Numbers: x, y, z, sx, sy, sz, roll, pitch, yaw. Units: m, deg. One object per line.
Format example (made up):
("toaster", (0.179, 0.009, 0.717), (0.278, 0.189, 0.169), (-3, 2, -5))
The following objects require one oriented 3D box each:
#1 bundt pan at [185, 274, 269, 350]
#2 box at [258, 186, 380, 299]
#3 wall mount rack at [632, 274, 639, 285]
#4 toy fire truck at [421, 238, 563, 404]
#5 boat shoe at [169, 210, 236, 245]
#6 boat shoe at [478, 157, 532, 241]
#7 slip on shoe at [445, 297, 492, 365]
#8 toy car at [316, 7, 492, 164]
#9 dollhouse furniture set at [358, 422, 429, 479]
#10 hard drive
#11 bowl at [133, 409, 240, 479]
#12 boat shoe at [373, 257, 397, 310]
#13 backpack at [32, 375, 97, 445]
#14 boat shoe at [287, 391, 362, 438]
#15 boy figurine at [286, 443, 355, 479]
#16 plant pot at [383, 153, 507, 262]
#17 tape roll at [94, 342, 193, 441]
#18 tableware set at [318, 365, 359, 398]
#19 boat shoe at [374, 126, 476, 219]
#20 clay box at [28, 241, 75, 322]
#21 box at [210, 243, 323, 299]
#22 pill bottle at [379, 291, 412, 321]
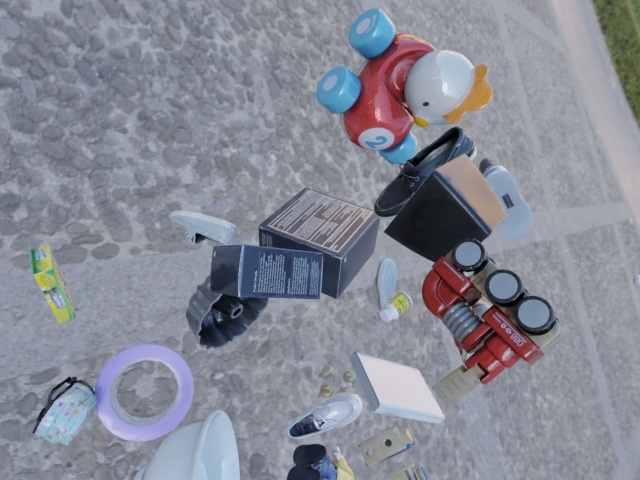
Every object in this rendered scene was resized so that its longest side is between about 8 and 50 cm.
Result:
("bundt pan", (-0.326, 0.213, 1.603), (0.124, 0.330, 0.331), (37, 33, 27))
("box", (0.000, 0.000, 1.511), (0.296, 0.294, 0.182), (-45, 148, -45))
("wall mount rack", (0.712, 0.141, 0.880), (0.304, 0.130, 0.350), (-10, 87, -49))
("toy fire truck", (0.255, 0.158, 0.805), (0.217, 0.246, 0.158), (50, 10, 36))
("boat shoe", (-0.350, -0.030, 1.326), (0.079, 0.228, 0.081), (47, 58, -62))
("boat shoe", (0.554, -0.124, 1.412), (0.306, 0.113, 0.105), (45, 23, -34))
("slip on shoe", (0.327, 0.187, 0.986), (0.331, 0.123, 0.101), (48, 10, -48))
("toy car", (0.160, -0.231, 0.750), (0.219, 0.238, 0.210), (29, 93, -41))
("dollhouse furniture set", (0.218, 0.635, 1.303), (0.129, 0.129, 0.183), (32, 29, -57))
("hard drive", (0.245, 0.469, 1.469), (0.308, 0.040, 0.203), (24, 25, -35))
("bowl", (-0.222, 0.433, 0.745), (0.298, 0.134, 0.297), (-5, 90, -89))
("boat shoe", (0.277, 0.205, 2.067), (0.109, 0.094, 0.302), (-29, 128, -34))
("backpack", (-0.666, 0.454, 1.213), (0.115, 0.182, 0.152), (23, 82, -10))
("boat shoe", (0.005, 0.377, 0.982), (0.063, 0.184, 0.066), (-10, 76, -62))
("boy figurine", (0.026, 0.576, 1.072), (0.177, 0.092, 0.285), (-74, 147, -44))
("plant pot", (0.287, -0.051, 1.005), (0.167, 0.188, 0.187), (44, 40, 13))
("tape roll", (-0.524, 0.449, 1.388), (0.275, 0.090, 0.274), (3, 80, -16))
("tableware set", (0.067, 0.553, 1.777), (0.141, 0.169, 0.020), (-71, 160, -45))
("boat shoe", (0.279, -0.193, 1.292), (0.113, 0.340, 0.127), (50, 9, -47))
("clay box", (-0.776, 0.115, 1.334), (0.053, 0.127, 0.222), (-19, 131, -23))
("box", (-0.120, 0.071, 1.029), (0.207, 0.153, 0.108), (6, 85, -34))
("pill bottle", (0.264, 0.238, 1.631), (0.116, 0.065, 0.065), (-33, 102, -29))
